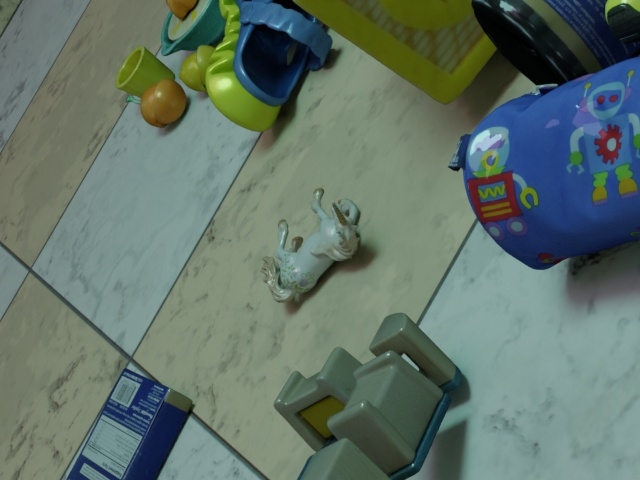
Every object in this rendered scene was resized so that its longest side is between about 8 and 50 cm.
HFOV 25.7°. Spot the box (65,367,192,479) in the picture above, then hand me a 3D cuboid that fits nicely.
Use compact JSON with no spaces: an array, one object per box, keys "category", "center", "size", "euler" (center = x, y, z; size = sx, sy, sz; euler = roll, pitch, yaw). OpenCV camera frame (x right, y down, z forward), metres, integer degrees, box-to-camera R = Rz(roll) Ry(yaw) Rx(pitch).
[{"category":"box","center":[-0.220,0.248,1.455],"size":[0.225,0.036,0.136],"euler":[-62,27,-9]}]

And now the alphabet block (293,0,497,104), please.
[{"category":"alphabet block","center":[0.079,-0.272,1.249],"size":[0.193,0.192,0.197],"euler":[-53,26,16]}]

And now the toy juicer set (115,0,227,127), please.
[{"category":"toy juicer set","center":[-0.158,-0.294,1.850],"size":[0.329,0.089,0.209],"euler":[-50,28,16]}]

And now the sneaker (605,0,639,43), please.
[{"category":"sneaker","center":[0.256,-0.203,0.951],"size":[0.208,0.094,0.081],"euler":[-33,11,-32]}]

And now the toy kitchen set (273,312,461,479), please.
[{"category":"toy kitchen set","center":[0.026,0.179,1.063],"size":[0.166,0.122,0.207],"euler":[-34,16,41]}]

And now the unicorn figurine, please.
[{"category":"unicorn figurine","center":[0.000,0.000,1.327],"size":[0.111,0.060,0.162],"euler":[-99,31,-51]}]

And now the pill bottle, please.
[{"category":"pill bottle","center":[0.230,-0.214,1.057],"size":[0.219,0.123,0.123],"euler":[-44,28,0]}]

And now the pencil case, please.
[{"category":"pencil case","center":[0.229,-0.071,0.926],"size":[0.306,0.119,0.133],"euler":[-19,75,50]}]

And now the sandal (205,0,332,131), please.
[{"category":"sandal","center":[-0.049,-0.272,1.624],"size":[0.138,0.126,0.317],"euler":[-35,43,33]}]
